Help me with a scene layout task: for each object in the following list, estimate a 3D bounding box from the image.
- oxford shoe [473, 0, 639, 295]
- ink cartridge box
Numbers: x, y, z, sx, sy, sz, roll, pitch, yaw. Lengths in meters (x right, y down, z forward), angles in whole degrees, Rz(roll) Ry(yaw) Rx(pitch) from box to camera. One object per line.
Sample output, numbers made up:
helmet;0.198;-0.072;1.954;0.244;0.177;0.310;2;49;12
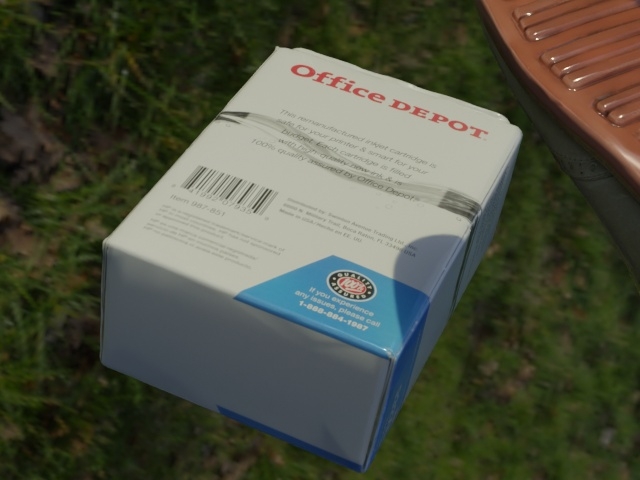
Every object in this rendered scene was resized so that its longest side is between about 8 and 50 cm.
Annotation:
oxford shoe;0.183;-0.033;0.780;0.140;0.397;0.146;-16;140;-14
ink cartridge box;0.000;0.000;1.127;0.307;0.223;0.129;-55;161;-48
